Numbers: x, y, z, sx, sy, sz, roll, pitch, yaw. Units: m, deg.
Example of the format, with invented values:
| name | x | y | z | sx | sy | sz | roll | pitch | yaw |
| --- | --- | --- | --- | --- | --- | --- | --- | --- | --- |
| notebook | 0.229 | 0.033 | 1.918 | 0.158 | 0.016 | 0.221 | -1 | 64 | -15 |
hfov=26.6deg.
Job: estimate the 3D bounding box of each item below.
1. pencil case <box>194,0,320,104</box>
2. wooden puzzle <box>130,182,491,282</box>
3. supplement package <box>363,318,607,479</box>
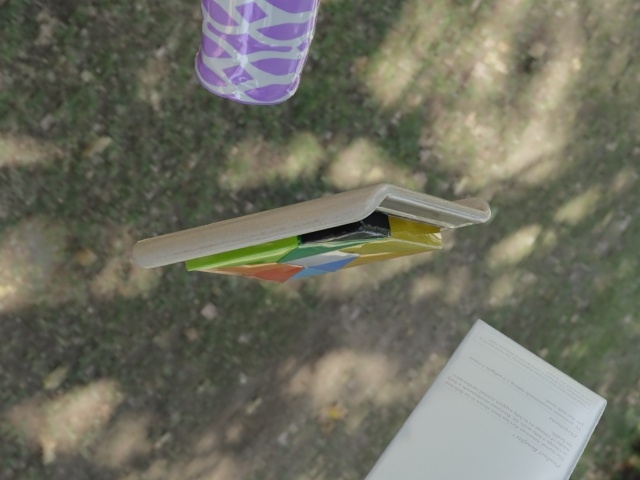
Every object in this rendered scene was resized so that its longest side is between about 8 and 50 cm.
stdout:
| name | x | y | z | sx | sy | sz | roll | pitch | yaw |
| --- | --- | --- | --- | --- | --- | --- | --- | --- | --- |
| pencil case | -0.035 | -0.194 | 0.927 | 0.086 | 0.088 | 0.206 | 9 | 128 | -11 |
| wooden puzzle | 0.000 | 0.000 | 1.096 | 0.239 | 0.221 | 0.044 | 1 | 78 | -62 |
| supplement package | 0.089 | 0.158 | 0.860 | 0.179 | 0.105 | 0.105 | -47 | 167 | -44 |
